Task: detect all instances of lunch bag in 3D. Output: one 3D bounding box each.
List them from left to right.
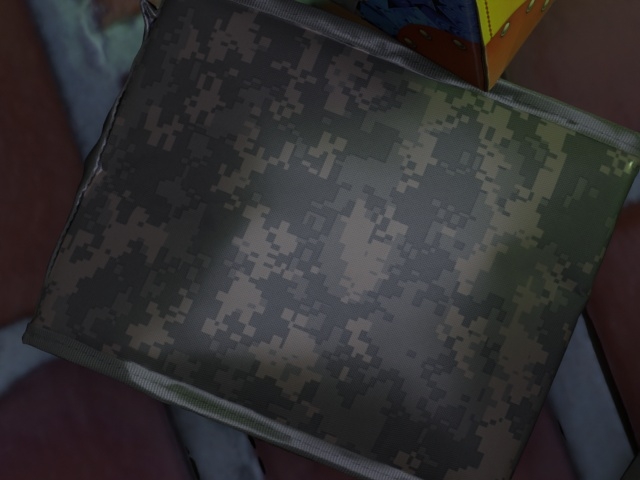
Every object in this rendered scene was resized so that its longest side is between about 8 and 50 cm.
[{"bbox_3d":[0.000,0.000,0.893,0.287,0.169,0.235,23,88,-3],"label":"lunch bag"}]

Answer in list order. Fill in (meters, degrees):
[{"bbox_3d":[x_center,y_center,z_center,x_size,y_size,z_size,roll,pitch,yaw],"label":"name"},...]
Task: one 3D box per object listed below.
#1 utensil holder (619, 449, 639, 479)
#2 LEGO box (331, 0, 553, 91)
[{"bbox_3d":[0.389,0.180,0.802,0.327,0.327,0.385,-43,86,-1],"label":"utensil holder"},{"bbox_3d":[0.071,-0.395,0.821,0.372,0.193,0.500,33,80,18],"label":"LEGO box"}]
